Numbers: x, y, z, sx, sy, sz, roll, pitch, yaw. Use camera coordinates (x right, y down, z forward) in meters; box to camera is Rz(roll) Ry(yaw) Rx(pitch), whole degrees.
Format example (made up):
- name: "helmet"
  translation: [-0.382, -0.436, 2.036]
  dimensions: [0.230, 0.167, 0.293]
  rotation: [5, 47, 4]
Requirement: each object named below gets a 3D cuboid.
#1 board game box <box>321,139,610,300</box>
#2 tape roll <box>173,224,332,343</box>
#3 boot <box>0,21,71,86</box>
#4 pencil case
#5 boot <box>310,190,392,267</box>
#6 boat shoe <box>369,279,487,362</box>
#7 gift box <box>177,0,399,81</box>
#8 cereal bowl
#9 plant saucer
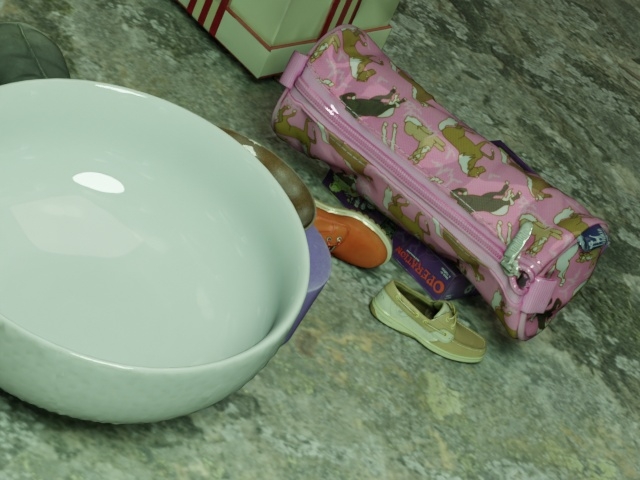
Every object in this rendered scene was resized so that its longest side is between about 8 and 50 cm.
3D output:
- name: "board game box"
  translation: [0.179, -0.031, 2.002]
  dimensions: [0.208, 0.056, 0.347]
  rotation: [43, 29, 27]
- name: "tape roll"
  translation: [-0.089, 0.015, 1.620]
  dimensions: [0.189, 0.080, 0.189]
  rotation: [24, 30, -15]
- name: "boot"
  translation: [-0.300, -0.146, 1.634]
  dimensions: [0.190, 0.076, 0.208]
  rotation: [24, 32, -46]
- name: "pencil case"
  translation: [0.121, -0.066, 1.797]
  dimensions: [0.386, 0.167, 0.160]
  rotation: [41, 65, 18]
- name: "boot"
  translation: [0.000, 0.000, 1.768]
  dimensions: [0.158, 0.059, 0.084]
  rotation: [25, 38, -8]
- name: "boat shoe"
  translation: [0.119, 0.084, 1.756]
  dimensions: [0.135, 0.045, 0.050]
  rotation: [25, 29, -14]
- name: "gift box"
  translation: [-0.017, -0.347, 2.075]
  dimensions: [0.276, 0.258, 0.255]
  rotation: [-11, 49, -42]
- name: "cereal bowl"
  translation: [-0.187, 0.025, 1.408]
  dimensions: [0.339, 0.141, 0.339]
  rotation: [15, 40, -13]
- name: "plant saucer"
  translation: [-0.084, -0.052, 1.616]
  dimensions: [0.168, 0.029, 0.168]
  rotation: [24, 30, -15]
